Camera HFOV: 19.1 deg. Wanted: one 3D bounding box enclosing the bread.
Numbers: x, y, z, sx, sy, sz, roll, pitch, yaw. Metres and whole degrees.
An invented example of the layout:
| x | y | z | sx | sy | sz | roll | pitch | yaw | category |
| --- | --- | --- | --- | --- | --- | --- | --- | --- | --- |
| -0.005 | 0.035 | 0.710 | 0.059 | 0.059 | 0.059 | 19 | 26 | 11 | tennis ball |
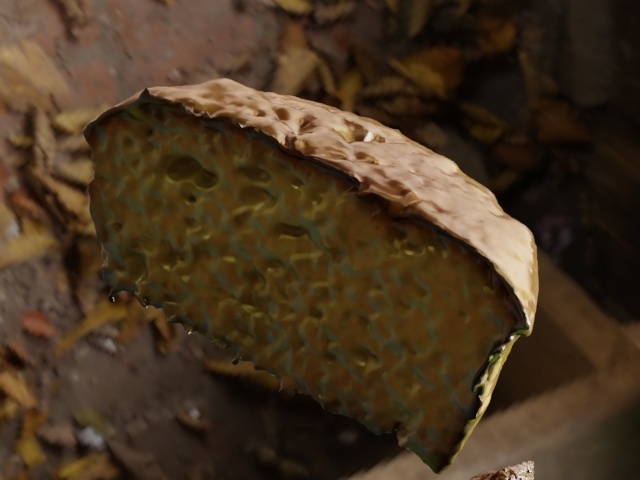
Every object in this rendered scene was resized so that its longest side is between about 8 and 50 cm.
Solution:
| x | y | z | sx | sy | sz | roll | pitch | yaw | category |
| --- | --- | --- | --- | --- | --- | --- | --- | --- | --- |
| 0.009 | 0.000 | 0.978 | 0.134 | 0.260 | 0.129 | -26 | 139 | -52 | bread |

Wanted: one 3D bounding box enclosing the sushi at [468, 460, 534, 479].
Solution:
| x | y | z | sx | sy | sz | roll | pitch | yaw | category |
| --- | --- | --- | --- | --- | --- | --- | --- | --- | --- |
| 0.085 | 0.163 | 1.014 | 0.099 | 0.050 | 0.047 | -47 | 136 | 8 | sushi |
